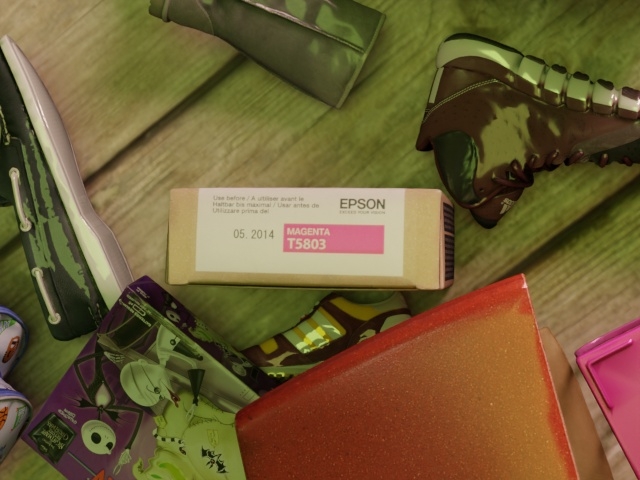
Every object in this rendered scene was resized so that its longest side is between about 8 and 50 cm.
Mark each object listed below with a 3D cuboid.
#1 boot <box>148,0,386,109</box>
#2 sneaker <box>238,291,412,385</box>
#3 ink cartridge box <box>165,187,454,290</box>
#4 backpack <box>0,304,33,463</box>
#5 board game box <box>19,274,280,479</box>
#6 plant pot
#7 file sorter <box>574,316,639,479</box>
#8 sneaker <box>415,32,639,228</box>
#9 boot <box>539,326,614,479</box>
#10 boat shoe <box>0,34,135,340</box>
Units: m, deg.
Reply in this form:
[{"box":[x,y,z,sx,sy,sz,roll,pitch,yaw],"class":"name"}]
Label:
[{"box":[-0.037,-0.244,1.079,0.209,0.076,0.189,24,115,2],"class":"boot"},{"box":[-0.002,0.094,1.101,0.186,0.069,0.083,-7,68,10],"class":"sneaker"},{"box":[0.000,0.000,1.034,0.235,0.193,0.088,1,88,9],"class":"ink cartridge box"},{"box":[-0.395,0.146,1.066,0.213,0.276,0.263,30,86,6],"class":"backpack"},{"box":[-0.094,0.219,1.078,0.347,0.056,0.208,39,115,5],"class":"board game box"},{"box":[0.079,0.192,0.902,0.236,0.267,0.267,-14,81,7],"class":"plant pot"},{"box":[0.367,0.179,0.974,0.202,0.182,0.290,-28,85,6],"class":"file sorter"},{"box":[0.217,-0.072,1.058,0.281,0.106,0.162,24,97,20],"class":"sneaker"},{"box":[0.166,0.250,1.057,0.236,0.089,0.269,-27,83,-1],"class":"boot"},{"box":[-0.275,-0.050,1.120,0.091,0.114,0.302,-23,84,2],"class":"boat shoe"}]
